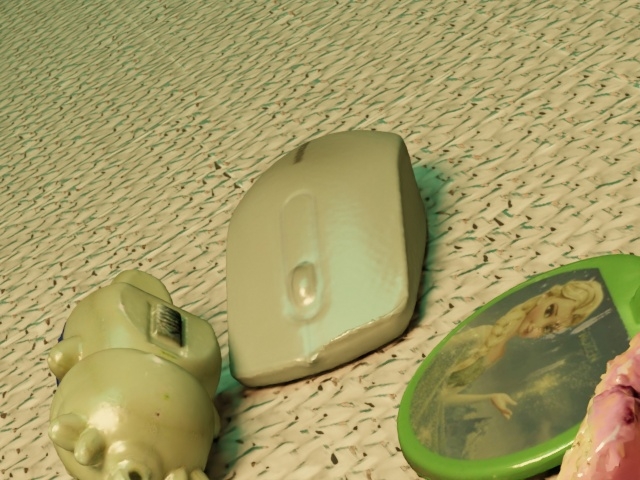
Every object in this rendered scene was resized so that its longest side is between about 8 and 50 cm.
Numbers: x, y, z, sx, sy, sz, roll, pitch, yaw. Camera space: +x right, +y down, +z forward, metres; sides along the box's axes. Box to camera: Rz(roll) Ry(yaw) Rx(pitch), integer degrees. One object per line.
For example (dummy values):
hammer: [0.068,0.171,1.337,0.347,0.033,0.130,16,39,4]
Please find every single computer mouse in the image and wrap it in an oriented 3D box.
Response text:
computer mouse: [0.000,0.000,1.132,0.128,0.079,0.231,-25,26,17]

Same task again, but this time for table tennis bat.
table tennis bat: [0.151,0.045,0.912,0.257,0.039,0.160,-26,25,13]

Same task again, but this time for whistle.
whistle: [-0.109,0.084,1.053,0.092,0.110,0.244,-60,17,19]

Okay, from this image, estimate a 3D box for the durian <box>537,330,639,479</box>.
durian: [0.147,0.148,0.622,0.191,0.112,0.341,8,50,41]
